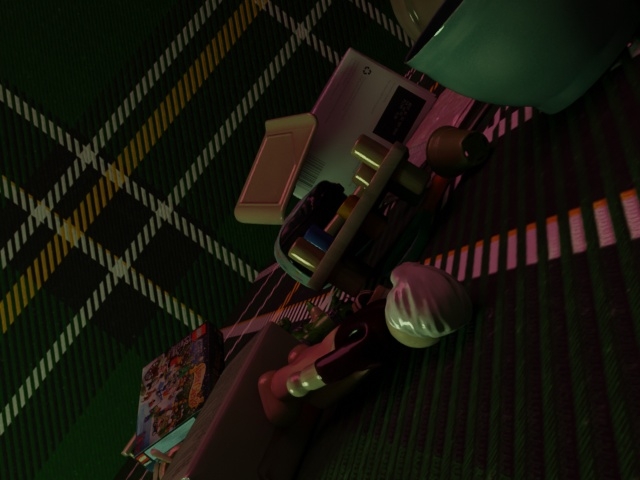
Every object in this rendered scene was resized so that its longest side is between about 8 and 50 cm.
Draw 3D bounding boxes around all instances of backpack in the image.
[{"bbox_3d":[0.000,0.000,1.595,0.188,0.166,0.144,-52,4,-25],"label":"backpack"}]

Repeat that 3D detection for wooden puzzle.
[{"bbox_3d":[-0.091,-0.148,1.725,0.221,0.044,0.239,4,75,59],"label":"wooden puzzle"}]

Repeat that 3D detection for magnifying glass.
[{"bbox_3d":[0.154,-0.025,1.264,0.092,0.026,0.231,-45,10,51],"label":"magnifying glass"}]

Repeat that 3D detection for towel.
[{"bbox_3d":[0.238,-0.222,1.587,0.317,0.053,0.332,-54,7,-10],"label":"towel"}]

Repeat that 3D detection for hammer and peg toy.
[{"bbox_3d":[0.072,-0.036,1.348,0.266,0.127,0.361,-58,-4,5],"label":"hammer and peg toy"}]

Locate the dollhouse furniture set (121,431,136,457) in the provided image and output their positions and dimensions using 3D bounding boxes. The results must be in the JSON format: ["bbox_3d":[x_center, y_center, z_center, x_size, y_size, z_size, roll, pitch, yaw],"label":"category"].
[{"bbox_3d":[-0.221,0.349,1.346,0.212,0.161,0.242,-56,7,-25],"label":"dollhouse furniture set"}]

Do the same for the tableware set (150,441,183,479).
[{"bbox_3d":[-0.206,0.370,1.171,0.128,0.039,0.194,-26,37,13],"label":"tableware set"}]

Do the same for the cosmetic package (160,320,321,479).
[{"bbox_3d":[-0.102,0.269,1.077,0.153,0.129,0.296,-47,9,37],"label":"cosmetic package"}]

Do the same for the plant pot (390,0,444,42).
[{"bbox_3d":[0.332,-0.525,1.573,0.323,0.323,0.280,-54,22,-5],"label":"plant pot"}]

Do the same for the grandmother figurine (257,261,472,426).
[{"bbox_3d":[0.054,0.117,0.933,0.208,0.104,0.342,-48,4,-36],"label":"grandmother figurine"}]

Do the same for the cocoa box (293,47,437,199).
[{"bbox_3d":[0.073,-0.233,1.870,0.347,0.231,0.228,-60,6,6],"label":"cocoa box"}]

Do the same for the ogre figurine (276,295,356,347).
[{"bbox_3d":[-0.017,0.152,1.279,0.118,0.097,0.197,-39,20,-28],"label":"ogre figurine"}]

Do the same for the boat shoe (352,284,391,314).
[{"bbox_3d":[0.071,0.091,1.148,0.050,0.045,0.135,-57,7,-28],"label":"boat shoe"}]

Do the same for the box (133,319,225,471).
[{"bbox_3d":[-0.233,0.253,1.352,0.159,0.044,0.233,-37,27,11],"label":"box"}]

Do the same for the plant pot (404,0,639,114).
[{"bbox_3d":[0.274,-0.285,1.022,0.293,0.196,0.293,-53,7,9],"label":"plant pot"}]

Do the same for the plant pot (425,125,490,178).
[{"bbox_3d":[0.216,-0.138,1.234,0.083,0.083,0.079,-55,19,-12],"label":"plant pot"}]
